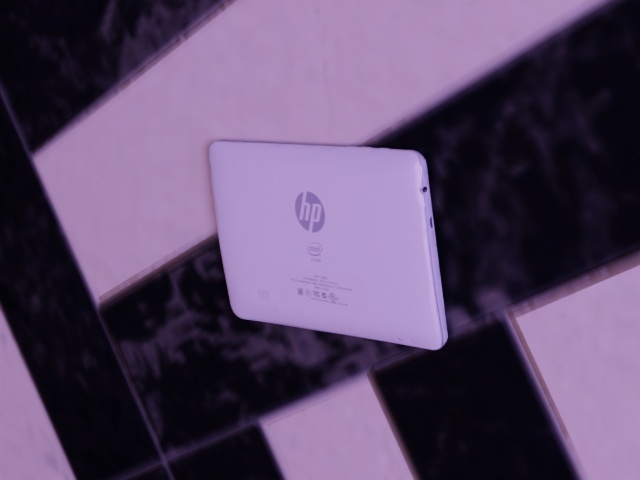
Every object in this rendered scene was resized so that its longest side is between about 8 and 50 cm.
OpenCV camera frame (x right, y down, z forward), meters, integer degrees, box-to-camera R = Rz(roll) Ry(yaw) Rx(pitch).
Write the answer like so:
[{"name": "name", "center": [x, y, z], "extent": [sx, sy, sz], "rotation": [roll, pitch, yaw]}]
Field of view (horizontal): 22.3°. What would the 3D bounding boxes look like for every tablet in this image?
[{"name": "tablet", "center": [0.000, 0.000, 0.448], "extent": [0.083, 0.006, 0.054], "rotation": [6, 109, 44]}]
